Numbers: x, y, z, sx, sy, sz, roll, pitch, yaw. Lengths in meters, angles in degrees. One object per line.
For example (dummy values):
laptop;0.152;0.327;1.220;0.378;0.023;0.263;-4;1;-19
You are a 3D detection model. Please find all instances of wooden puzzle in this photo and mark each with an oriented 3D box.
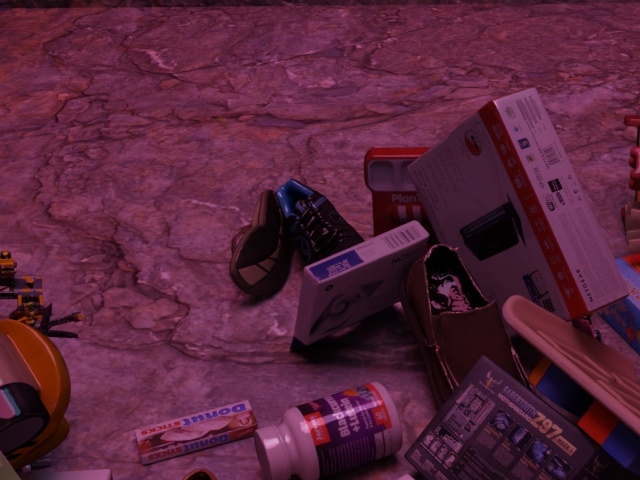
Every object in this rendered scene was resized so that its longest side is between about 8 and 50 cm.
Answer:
wooden puzzle;0.411;0.238;1.342;0.322;0.080;0.348;27;15;-35

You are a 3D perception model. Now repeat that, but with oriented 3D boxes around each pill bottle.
pill bottle;0.009;0.277;1.441;0.194;0.108;0.108;-16;32;-17

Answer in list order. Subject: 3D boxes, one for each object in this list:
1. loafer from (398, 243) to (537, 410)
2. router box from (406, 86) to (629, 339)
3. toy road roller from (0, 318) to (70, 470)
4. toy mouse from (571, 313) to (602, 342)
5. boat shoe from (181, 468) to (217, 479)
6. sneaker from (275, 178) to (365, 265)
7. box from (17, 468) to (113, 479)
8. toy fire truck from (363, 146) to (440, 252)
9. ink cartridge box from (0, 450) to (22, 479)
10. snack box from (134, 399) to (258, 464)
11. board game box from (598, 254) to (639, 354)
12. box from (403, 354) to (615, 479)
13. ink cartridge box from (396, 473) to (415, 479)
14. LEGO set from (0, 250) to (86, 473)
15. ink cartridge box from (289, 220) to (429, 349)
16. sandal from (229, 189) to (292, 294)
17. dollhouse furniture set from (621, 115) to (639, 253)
loafer;0.216;0.153;1.523;0.134;0.130;0.365;-16;54;-17
router box;0.292;-0.022;1.575;0.082;0.335;0.301;-20;-8;-24
toy road roller;-0.464;0.239;1.281;0.330;0.240;0.202;-38;69;-1
toy mouse;0.420;0.141;1.612;0.031;0.161;0.143;-15;60;20
boat shoe;-0.187;0.409;1.235;0.123;0.119;0.324;0;31;10
sneaker;0.000;0.000;1.857;0.125;0.139;0.341;-42;30;0
box;-0.370;0.376;1.325;0.203;0.114;0.103;-3;30;5
toy fire truck;0.232;-0.050;1.816;0.302;0.253;0.169;0;31;10
ink cartridge box;-0.416;0.351;1.095;0.219;0.160;0.093;-24;35;-30
snack box;-0.187;0.288;1.537;0.178;0.022;0.064;-13;30;-12
board game box;0.646;0.113;1.639;0.302;0.086;0.308;-13;31;-12
box;0.242;0.285;1.343;0.183;0.059;0.233;-53;41;0
ink cartridge box;0.061;0.424;1.172;0.278;0.117;0.201;-25;35;-28
LEGO set;-0.494;0.201;1.484;0.255;0.331;0.192;7;27;-20
ink cartridge box;0.062;0.089;1.669;0.223;0.224;0.045;-23;57;-26
sandal;-0.118;0.012;1.936;0.086;0.120;0.302;-26;22;22
dollhouse furniture set;0.621;-0.110;1.811;0.152;0.201;0.374;1;12;14
